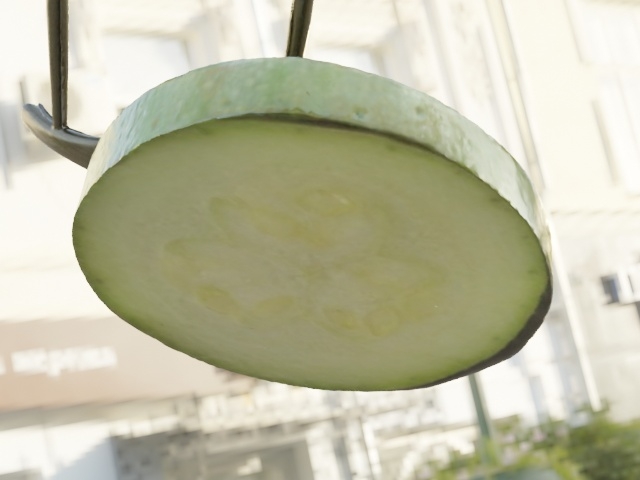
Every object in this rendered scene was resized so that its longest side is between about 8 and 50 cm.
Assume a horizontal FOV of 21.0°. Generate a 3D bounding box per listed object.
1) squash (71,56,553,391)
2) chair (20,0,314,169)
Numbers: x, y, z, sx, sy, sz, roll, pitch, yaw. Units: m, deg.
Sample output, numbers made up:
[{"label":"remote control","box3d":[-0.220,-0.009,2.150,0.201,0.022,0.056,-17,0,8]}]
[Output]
[{"label":"squash","box3d":[0.000,0.000,0.897,0.252,0.049,0.252,6,-35,4]},{"label":"chair","box3d":[-0.083,-0.185,1.049,0.188,0.272,0.166,3,23,-5]}]
